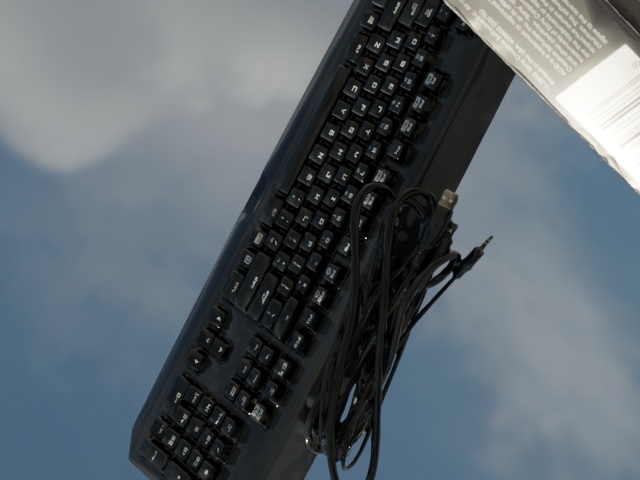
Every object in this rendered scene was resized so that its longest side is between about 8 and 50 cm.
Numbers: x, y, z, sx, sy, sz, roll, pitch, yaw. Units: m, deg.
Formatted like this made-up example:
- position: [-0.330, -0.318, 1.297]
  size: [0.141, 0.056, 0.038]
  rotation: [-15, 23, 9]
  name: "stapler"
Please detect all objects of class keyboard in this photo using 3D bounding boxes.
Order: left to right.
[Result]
- position: [0.000, 0.000, 0.569]
  size: [0.038, 0.192, 0.100]
  rotation: [21, -173, -46]
  name: "keyboard"

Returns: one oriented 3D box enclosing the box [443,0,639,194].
- position: [0.063, -0.085, 0.406]
  size: [0.116, 0.029, 0.162]
  rotation: [44, -142, -10]
  name: "box"
